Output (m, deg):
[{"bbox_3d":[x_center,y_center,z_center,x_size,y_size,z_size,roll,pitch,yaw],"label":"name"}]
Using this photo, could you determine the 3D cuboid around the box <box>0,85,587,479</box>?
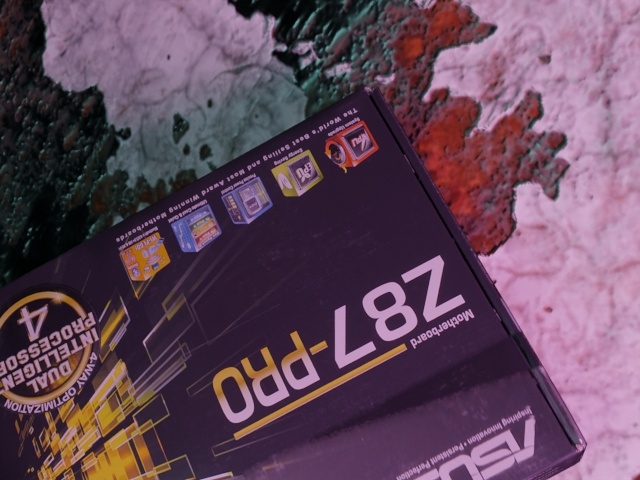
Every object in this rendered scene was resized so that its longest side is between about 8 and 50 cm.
[{"bbox_3d":[-0.055,0.110,0.725,0.394,0.097,0.318,-27,68,2],"label":"box"}]
